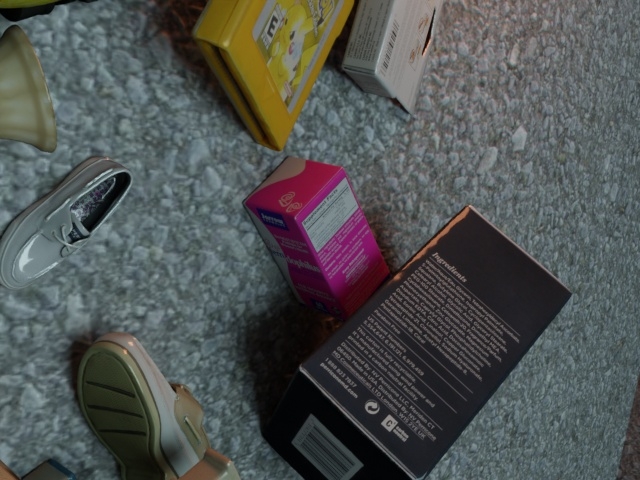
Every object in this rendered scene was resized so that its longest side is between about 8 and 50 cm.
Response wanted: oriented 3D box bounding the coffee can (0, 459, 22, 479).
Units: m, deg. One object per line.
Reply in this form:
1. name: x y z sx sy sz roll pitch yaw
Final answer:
1. coffee can: -0.360 0.275 0.673 0.201 0.275 0.202 -16 113 -43

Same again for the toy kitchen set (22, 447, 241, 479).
1. toy kitchen set: -0.213 0.315 0.898 0.166 0.207 0.122 -35 126 -38

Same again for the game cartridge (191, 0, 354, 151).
1. game cartridge: -0.026 -0.306 0.933 0.324 0.052 0.285 -63 164 -10

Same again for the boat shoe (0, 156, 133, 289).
1. boat shoe: -0.277 -0.017 0.830 0.184 0.063 0.066 -48 132 -27

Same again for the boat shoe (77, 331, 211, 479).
1. boat shoe: -0.213 0.226 0.954 0.103 0.113 0.302 -53 142 -48

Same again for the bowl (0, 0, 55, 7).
1. bowl: -0.215 -0.309 0.550 0.289 0.156 0.290 -24 126 -37

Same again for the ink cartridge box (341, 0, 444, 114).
1. ink cartridge box: 0.127 -0.356 1.167 0.239 0.060 0.275 16 90 -71

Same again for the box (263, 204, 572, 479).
1. box: 0.138 0.190 1.138 0.395 0.212 0.293 -41 166 -31

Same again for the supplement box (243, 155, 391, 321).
1. supplement box: 0.000 0.000 1.097 0.114 0.111 0.220 -46 131 -26

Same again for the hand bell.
1. hand bell: -0.381 -0.111 0.685 0.242 0.126 0.126 -20 117 -27

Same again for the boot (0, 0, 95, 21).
1. boot: -0.220 -0.397 0.720 0.260 0.131 0.348 -27 131 -31
